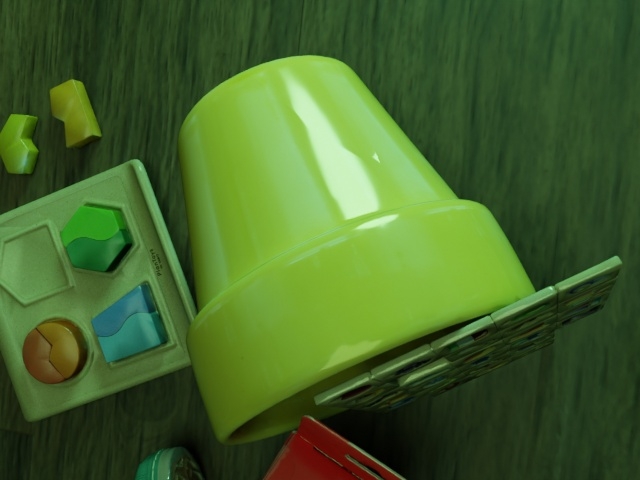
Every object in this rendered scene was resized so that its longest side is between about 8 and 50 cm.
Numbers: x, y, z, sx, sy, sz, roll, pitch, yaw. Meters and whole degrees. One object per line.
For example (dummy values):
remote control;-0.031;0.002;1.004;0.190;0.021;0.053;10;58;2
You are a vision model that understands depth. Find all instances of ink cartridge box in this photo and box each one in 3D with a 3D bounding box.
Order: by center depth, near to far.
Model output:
ink cartridge box;0.004;0.241;0.562;0.134;0.231;0.078;31;55;10

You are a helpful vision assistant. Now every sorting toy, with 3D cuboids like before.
sorting toy;-0.260;0.010;0.701;0.229;0.041;0.307;-21;88;13

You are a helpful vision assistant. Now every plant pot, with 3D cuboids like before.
plant pot;0.000;0.000;0.549;0.254;0.254;0.239;-28;72;13

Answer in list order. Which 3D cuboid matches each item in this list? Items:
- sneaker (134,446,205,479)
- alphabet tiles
sneaker;-0.164;0.347;0.661;0.121;0.108;0.302;-4;93;9
alphabet tiles;0.118;0.084;0.519;0.198;0.237;0.009;-27;69;9
